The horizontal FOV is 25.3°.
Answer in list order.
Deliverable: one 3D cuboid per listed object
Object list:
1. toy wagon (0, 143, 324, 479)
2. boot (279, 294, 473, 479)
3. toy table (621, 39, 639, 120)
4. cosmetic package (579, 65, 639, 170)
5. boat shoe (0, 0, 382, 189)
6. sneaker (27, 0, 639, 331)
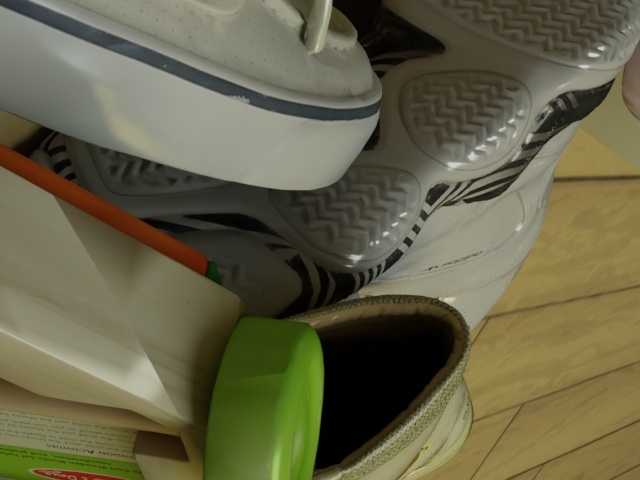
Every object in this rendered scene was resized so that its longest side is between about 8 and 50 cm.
[{"bbox_3d":[-0.126,0.076,0.467,0.344,0.267,0.068,82,17,-60],"label":"toy wagon"},{"bbox_3d":[-0.033,0.096,0.592,0.213,0.077,0.165,-27,165,-3],"label":"boot"},{"bbox_3d":[0.323,-0.099,0.854,0.274,0.161,0.252,-24,146,-34],"label":"toy table"},{"bbox_3d":[0.349,-0.242,0.995,0.377,0.097,0.284,-32,148,-33],"label":"cosmetic package"},{"bbox_3d":[-0.069,-0.125,0.426,0.367,0.136,0.156,16,109,-54],"label":"boat shoe"},{"bbox_3d":[0.000,0.000,0.694,0.366,0.137,0.210,-33,153,-27],"label":"sneaker"}]
